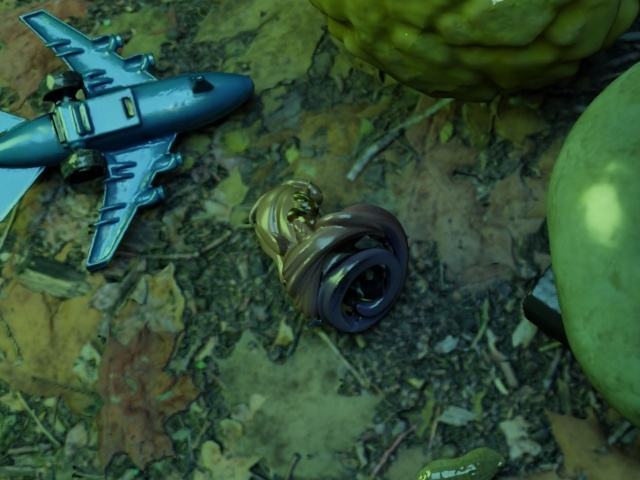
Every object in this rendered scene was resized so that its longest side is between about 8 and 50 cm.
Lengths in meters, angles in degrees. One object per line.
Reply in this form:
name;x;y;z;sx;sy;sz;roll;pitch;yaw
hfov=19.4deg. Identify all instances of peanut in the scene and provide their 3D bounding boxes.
peanut;0.118;0.200;1.596;0.083;0.037;0.037;-15;66;-3

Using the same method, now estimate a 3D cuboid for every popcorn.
popcorn;0.111;-0.306;1.639;0.390;0.344;0.354;18;94;51

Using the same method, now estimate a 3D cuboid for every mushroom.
mushroom;0.341;0.010;1.448;0.352;0.260;0.352;1;81;-3

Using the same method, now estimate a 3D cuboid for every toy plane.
toy plane;-0.194;-0.110;1.738;0.271;0.105;0.254;-18;80;5

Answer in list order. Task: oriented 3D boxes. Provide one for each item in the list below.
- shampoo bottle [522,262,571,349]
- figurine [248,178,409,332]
shampoo bottle;0.323;0.108;1.582;0.309;0.071;0.098;35;76;20
figurine;-0.003;0.005;1.654;0.157;0.126;0.114;35;34;18
